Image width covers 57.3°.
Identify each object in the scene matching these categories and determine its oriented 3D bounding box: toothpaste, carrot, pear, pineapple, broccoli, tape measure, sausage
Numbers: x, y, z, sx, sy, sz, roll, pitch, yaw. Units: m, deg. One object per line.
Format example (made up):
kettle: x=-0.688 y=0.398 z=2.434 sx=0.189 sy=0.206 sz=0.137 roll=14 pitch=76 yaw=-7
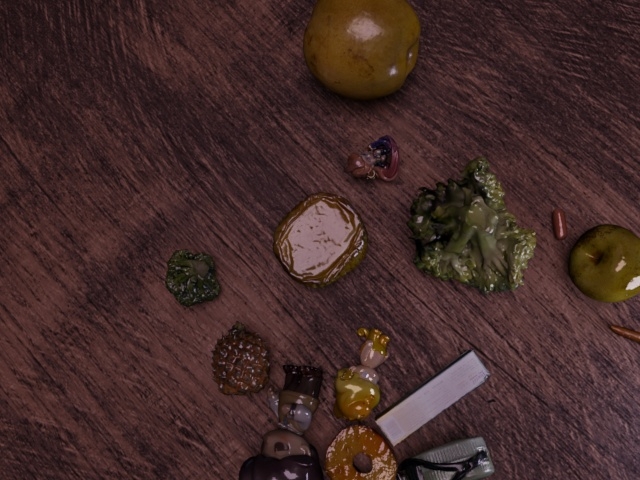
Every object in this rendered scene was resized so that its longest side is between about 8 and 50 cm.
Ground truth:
toothpaste: x=0.289 y=0.404 z=1.512 sx=0.313 sy=0.071 sz=0.089 roll=-35 pitch=77 yaw=-1
carrot: x=0.835 y=0.259 z=1.507 sx=0.190 sy=0.037 sz=0.037 roll=26 pitch=84 yaw=13
pear: x=0.734 y=0.061 z=1.476 sx=0.197 sy=0.197 sz=0.197 roll=-1 pitch=80 yaw=5
pineapple: x=-0.210 y=0.305 z=1.530 sx=0.166 sy=0.166 sz=0.193 roll=-5 pitch=80 yaw=4
pear: x=0.110 y=-0.529 z=1.574 sx=0.314 sy=0.314 sz=0.314 roll=-1 pitch=80 yaw=5
broccoli: x=0.372 y=-0.016 z=1.465 sx=0.293 sy=0.281 sz=0.348 roll=-31 pitch=70 yaw=-2
broccoli: x=-0.350 y=0.098 z=1.592 sx=0.146 sy=0.138 sz=0.162 roll=-16 pitch=73 yaw=-37
tape measure: x=0.296 y=0.560 z=1.414 sx=0.235 sy=0.207 sz=0.115 roll=-17 pitch=66 yaw=1
sausage: x=0.642 y=-0.043 z=1.572 sx=0.034 sy=0.034 sz=0.083 roll=-4 pitch=80 yaw=5

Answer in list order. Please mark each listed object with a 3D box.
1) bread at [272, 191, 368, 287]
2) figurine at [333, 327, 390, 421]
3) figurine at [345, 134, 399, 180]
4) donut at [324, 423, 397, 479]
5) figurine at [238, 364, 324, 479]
bread: x=0.000 y=0.000 z=1.572 sx=0.253 sy=0.142 sz=0.227 roll=-41 pitch=78 yaw=-5
figurine: x=0.108 y=0.351 z=1.519 sx=0.156 sy=0.131 sz=0.246 roll=40 pitch=66 yaw=-29
figurine: x=0.143 y=-0.209 z=1.603 sx=0.157 sy=0.114 sz=0.126 roll=-32 pitch=63 yaw=-16
donut: x=0.100 y=0.560 z=1.495 sx=0.190 sy=0.074 sz=0.174 roll=34 pitch=80 yaw=-1
figurine: x=-0.087 y=0.495 z=1.454 sx=0.218 sy=0.206 sz=0.365 roll=-4 pitch=77 yaw=32
